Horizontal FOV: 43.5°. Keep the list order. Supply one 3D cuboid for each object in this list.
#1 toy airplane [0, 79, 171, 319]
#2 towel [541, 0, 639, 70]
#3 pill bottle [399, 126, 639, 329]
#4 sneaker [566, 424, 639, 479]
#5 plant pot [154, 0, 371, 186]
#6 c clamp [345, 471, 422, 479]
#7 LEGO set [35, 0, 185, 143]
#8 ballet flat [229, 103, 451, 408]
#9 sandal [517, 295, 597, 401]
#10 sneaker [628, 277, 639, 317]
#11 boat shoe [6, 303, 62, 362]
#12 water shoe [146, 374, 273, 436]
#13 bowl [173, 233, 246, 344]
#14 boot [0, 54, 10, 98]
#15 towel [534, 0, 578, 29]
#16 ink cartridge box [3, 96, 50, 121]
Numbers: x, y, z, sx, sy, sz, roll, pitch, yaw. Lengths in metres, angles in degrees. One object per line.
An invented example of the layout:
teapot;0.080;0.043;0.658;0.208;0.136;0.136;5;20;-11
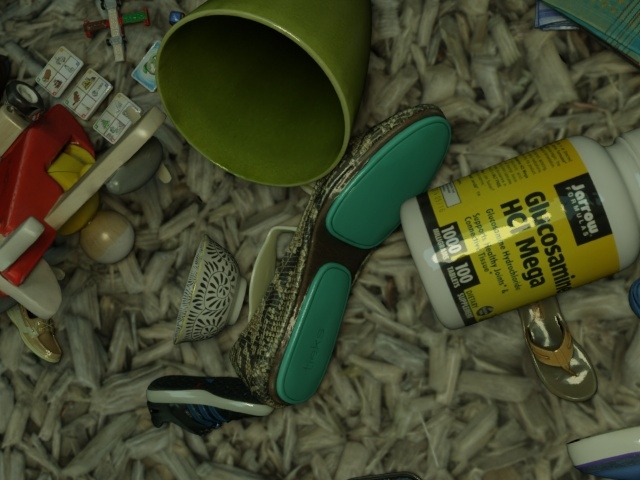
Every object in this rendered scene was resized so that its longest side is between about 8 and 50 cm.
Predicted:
toy airplane;-0.393;-0.030;1.202;0.386;0.272;0.384;8;71;49
towel;0.499;-0.405;1.086;0.271;0.040;0.370;43;92;20
pill bottle;0.286;-0.022;1.042;0.334;0.188;0.187;-22;76;10
sneaker;0.480;0.334;0.963;0.323;0.130;0.236;-8;75;9
plant pot;-0.038;-0.273;1.127;0.275;0.274;0.293;13;49;18
c clamp;0.083;0.398;1.130;0.161;0.022;0.137;-18;72;14
LEGO set;-0.336;-0.309;1.358;0.182;0.060;0.244;38;95;6
ballet flat;0.000;0.000;1.156;0.182;0.164;0.482;29;92;41
sandal;0.313;0.134;1.086;0.072;0.049;0.180;-23;76;12
sneaker;0.490;0.115;1.021;0.209;0.082;0.069;34;90;17
boat shoe;-0.463;0.141;1.311;0.135;0.050;0.045;45;101;17
water shoe;-0.162;0.252;1.208;0.203;0.073;0.080;4;109;17
bowl;-0.158;0.082;1.193;0.080;0.170;0.170;17;86;-11
boot;-0.590;-0.222;1.400;0.082;0.106;0.219;24;117;-8
towel;0.451;-0.399;1.136;0.285;0.034;0.209;2;81;17
ink cartridge box;-0.497;-0.206;1.384;0.115;0.029;0.062;16;87;18
